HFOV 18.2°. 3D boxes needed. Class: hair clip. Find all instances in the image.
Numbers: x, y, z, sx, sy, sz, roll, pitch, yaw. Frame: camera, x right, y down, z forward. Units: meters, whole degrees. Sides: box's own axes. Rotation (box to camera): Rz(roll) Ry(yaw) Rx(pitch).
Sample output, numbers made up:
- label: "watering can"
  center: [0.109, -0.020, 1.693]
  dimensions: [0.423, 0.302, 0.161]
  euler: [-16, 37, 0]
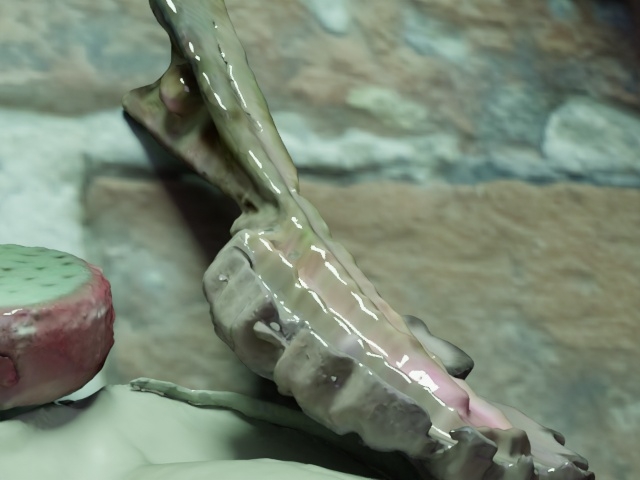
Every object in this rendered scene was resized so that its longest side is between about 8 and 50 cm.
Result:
- label: "hair clip"
  center: [-0.006, 0.004, 0.833]
  dimensions: [0.173, 0.069, 0.300]
  euler: [15, 34, -54]

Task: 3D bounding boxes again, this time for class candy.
- label: "candy"
  center: [-0.131, 0.032, 0.773]
  dimensions: [0.103, 0.103, 0.043]
  euler: [-7, 109, -27]

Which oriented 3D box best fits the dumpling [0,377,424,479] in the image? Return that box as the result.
- label: "dumpling"
  center: [0.033, 0.172, 0.715]
  dimensions: [0.341, 0.181, 0.260]
  euler: [12, 24, 25]
